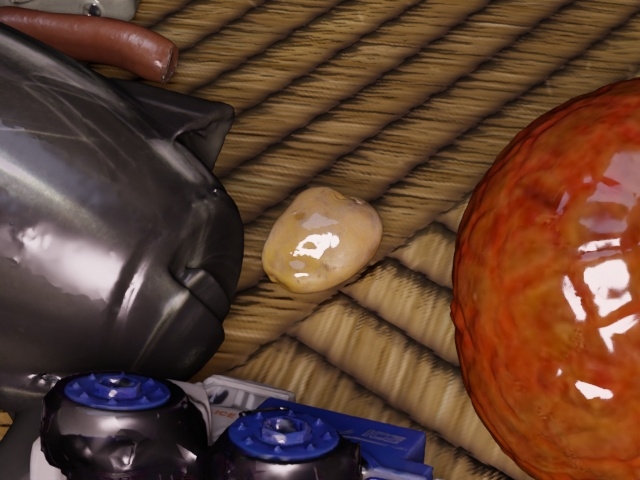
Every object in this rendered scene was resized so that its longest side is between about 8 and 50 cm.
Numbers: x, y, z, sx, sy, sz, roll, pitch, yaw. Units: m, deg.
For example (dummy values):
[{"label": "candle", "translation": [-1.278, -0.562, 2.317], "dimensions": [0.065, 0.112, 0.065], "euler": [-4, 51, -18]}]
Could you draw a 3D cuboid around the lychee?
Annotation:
[{"label": "lychee", "translation": [0.190, 0.027, 0.911], "dimensions": [0.255, 0.255, 0.300], "euler": [-16, 15, -12]}]

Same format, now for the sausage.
[{"label": "sausage", "translation": [-0.192, -0.154, 1.349], "dimensions": [0.176, 0.040, 0.047], "euler": [10, 41, 17]}]

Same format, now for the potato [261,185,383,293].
[{"label": "potato", "translation": [0.000, 0.000, 1.123], "dimensions": [0.068, 0.062, 0.083], "euler": [18, 65, 48]}]

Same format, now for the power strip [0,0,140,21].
[{"label": "power strip", "translation": [-0.198, -0.260, 1.475], "dimensions": [0.118, 0.046, 0.270], "euler": [1, 38, 6]}]

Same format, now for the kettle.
[{"label": "kettle", "translation": [-0.215, 0.020, 1.026], "dimensions": [0.324, 0.228, 0.321], "euler": [23, 72, 21]}]

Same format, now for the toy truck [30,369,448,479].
[{"label": "toy truck", "translation": [-0.038, 0.138, 0.899], "dimensions": [0.213, 0.161, 0.177], "euler": [12, 23, 21]}]
